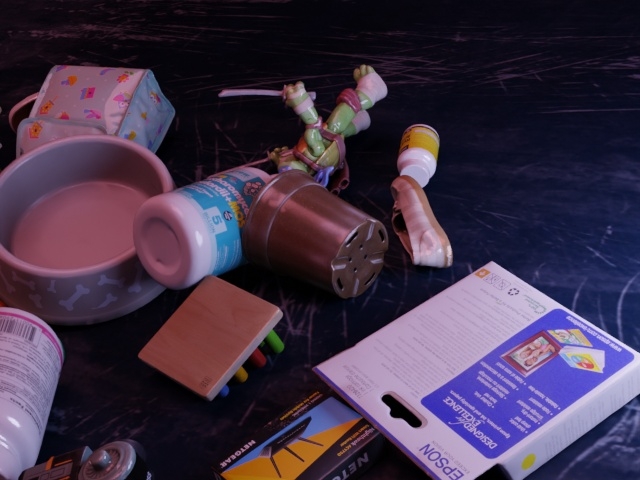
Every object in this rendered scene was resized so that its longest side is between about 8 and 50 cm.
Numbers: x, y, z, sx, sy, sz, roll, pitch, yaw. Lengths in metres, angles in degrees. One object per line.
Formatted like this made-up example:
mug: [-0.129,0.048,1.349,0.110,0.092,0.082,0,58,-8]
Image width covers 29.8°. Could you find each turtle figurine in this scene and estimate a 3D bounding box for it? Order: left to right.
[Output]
turtle figurine: [-0.033,-0.206,2.047,0.275,0.197,0.266,19,43,35]

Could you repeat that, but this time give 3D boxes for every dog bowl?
dog bowl: [-0.382,-0.032,1.935,0.349,0.102,0.348,-1,50,2]

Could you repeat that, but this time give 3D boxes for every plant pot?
plant pot: [0.000,0.000,1.785,0.165,0.167,0.167,27,52,35]

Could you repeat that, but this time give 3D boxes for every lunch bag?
lunch bag: [-0.427,-0.187,2.217,0.223,0.160,0.262,7,59,24]

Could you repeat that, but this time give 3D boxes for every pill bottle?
pill bottle: [-0.448,0.235,1.618,0.160,0.160,0.283,-11,34,8]
pill bottle: [-0.147,-0.028,1.851,0.146,0.146,0.264,16,26,38]
pill bottle: [0.160,-0.136,1.981,0.065,0.065,0.116,-6,35,15]

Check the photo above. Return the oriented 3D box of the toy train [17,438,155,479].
toy train: [-0.282,0.374,1.388,0.190,0.142,0.334,-21,34,15]

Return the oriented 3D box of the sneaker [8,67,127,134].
sneaker: [-0.494,-0.277,2.432,0.290,0.106,0.123,-19,26,-22]

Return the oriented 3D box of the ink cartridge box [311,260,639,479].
ink cartridge box: [0.198,0.176,1.525,0.307,0.072,0.303,-32,38,-18]

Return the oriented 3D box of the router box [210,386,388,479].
router box: [-0.025,0.272,1.494,0.179,0.046,0.133,-35,39,-26]

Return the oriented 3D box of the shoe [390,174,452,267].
shoe: [0.139,-0.030,1.830,0.058,0.076,0.219,-15,36,-7]

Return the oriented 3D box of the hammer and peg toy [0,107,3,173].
hammer and peg toy: [-0.635,-0.082,1.970,0.361,0.127,0.266,-4,39,48]

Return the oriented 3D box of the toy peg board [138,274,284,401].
toy peg board: [-0.142,0.152,1.704,0.161,0.079,0.160,22,65,43]

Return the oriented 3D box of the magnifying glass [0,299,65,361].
magnifying glass: [-0.465,0.153,1.867,0.092,0.026,0.231,-30,38,-19]
